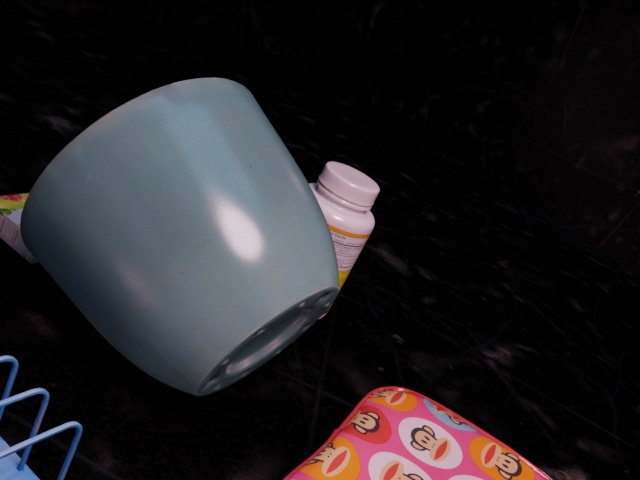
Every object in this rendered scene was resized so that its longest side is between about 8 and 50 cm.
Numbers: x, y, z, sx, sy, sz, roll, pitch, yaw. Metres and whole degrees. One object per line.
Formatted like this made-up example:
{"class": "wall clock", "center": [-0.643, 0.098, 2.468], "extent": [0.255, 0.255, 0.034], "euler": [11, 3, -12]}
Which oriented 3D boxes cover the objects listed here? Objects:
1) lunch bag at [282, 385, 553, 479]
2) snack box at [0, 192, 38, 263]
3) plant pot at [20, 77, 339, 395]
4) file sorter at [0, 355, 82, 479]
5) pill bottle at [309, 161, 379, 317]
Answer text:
{"class": "lunch bag", "center": [0.097, 0.264, 0.570], "extent": [0.258, 0.120, 0.293], "euler": [27, 24, 22]}
{"class": "snack box", "center": [-0.340, -0.022, 0.864], "extent": [0.100, 0.037, 0.141], "euler": [36, 23, 17]}
{"class": "plant pot", "center": [-0.121, 0.018, 0.719], "extent": [0.235, 0.293, 0.293], "euler": [52, 28, 14]}
{"class": "file sorter", "center": [-0.277, 0.134, 0.490], "extent": [0.170, 0.104, 0.118], "euler": [36, 24, 20]}
{"class": "pill bottle", "center": [0.000, 0.000, 0.966], "extent": [0.117, 0.215, 0.117], "euler": [24, 21, -10]}
